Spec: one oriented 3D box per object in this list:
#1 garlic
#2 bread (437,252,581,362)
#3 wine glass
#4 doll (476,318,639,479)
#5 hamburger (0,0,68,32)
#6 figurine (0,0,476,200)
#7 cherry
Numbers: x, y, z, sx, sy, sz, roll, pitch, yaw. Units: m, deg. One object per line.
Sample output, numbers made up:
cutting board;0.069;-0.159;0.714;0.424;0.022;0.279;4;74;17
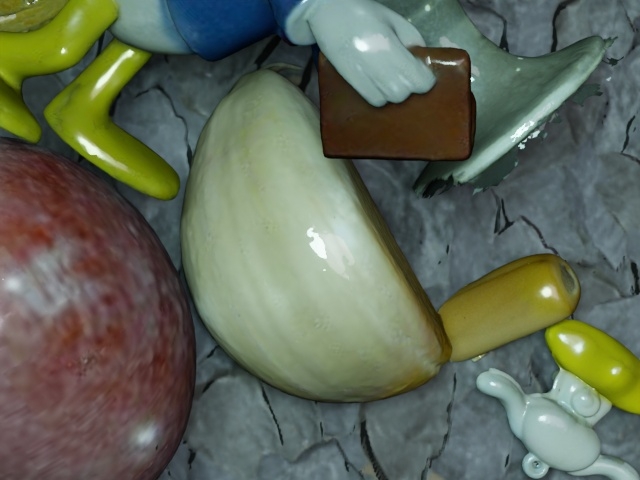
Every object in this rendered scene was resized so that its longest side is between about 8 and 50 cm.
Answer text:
garlic;-0.010;-0.001;1.083;0.164;0.145;0.245;-24;88;-51
bread;0.131;0.044;1.152;0.049;0.103;0.062;58;28;-13
wine glass;0.020;-0.197;1.076;0.190;0.190;0.357;-42;94;-18
doll;0.185;0.122;1.147;0.113;0.071;0.135;-32;97;-11
hamburger;-0.290;-0.240;1.017;0.211;0.132;0.308;-23;90;-21
figurine;-0.013;-0.162;0.902;0.283;0.204;0.338;34;96;24
cherry;-0.181;0.054;0.957;0.236;0.285;0.213;35;75;31
